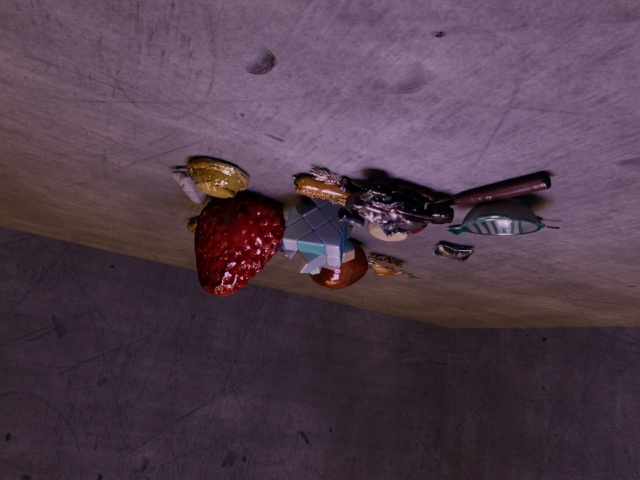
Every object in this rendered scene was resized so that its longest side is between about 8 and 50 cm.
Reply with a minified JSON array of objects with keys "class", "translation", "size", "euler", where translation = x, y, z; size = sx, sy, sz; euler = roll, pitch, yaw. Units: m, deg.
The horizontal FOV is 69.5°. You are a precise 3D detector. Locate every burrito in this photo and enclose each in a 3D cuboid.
[{"class":"burrito","translation":[-0.410,-0.170,1.466],"size":[0.064,0.064,0.203],"euler":[7,163,9]}]

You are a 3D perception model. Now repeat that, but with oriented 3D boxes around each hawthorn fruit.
[{"class":"hawthorn fruit","translation":[0.086,0.090,1.833],"size":[0.261,0.223,0.224],"euler":[1,168,-18]}]

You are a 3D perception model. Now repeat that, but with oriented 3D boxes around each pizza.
[{"class":"pizza","translation":[0.273,0.102,2.022],"size":[0.154,0.069,0.194],"euler":[-5,153,43]}]

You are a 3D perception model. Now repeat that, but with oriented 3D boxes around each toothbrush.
[{"class":"toothbrush","translation":[0.413,-0.115,1.190],"size":[0.041,0.040,0.364],"euler":[20,163,-32]}]

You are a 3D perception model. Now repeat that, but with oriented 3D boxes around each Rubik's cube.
[{"class":"Rubik's cube","translation":[0.000,0.000,1.469],"size":[0.225,0.265,0.213],"euler":[10,149,9]}]

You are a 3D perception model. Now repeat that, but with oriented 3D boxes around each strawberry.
[{"class":"strawberry","translation":[-0.281,0.025,1.551],"size":[0.318,0.344,0.295],"euler":[3,162,22]}]

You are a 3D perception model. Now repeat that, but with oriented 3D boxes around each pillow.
[{"class":"pillow","translation":[0.488,0.042,1.694],"size":[0.136,0.055,0.091],"euler":[12,-176,0]}]

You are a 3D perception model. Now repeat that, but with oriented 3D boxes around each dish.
[{"class":"dish","translation":[0.466,-0.066,1.237],"size":[0.246,0.078,0.224],"euler":[-4,168,36]}]

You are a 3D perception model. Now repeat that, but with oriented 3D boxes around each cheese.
[{"class":"cheese","translation":[0.201,-0.055,1.493],"size":[0.137,0.064,0.227],"euler":[-7,159,37]}]

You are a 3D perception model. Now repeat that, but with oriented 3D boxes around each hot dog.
[{"class":"hot dog","translation":[0.008,-0.141,1.314],"size":[0.189,0.055,0.072],"euler":[12,166,-11]}]

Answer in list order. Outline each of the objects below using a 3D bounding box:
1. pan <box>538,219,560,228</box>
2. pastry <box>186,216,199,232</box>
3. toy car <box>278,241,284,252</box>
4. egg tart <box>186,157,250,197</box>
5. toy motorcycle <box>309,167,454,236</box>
[{"class":"pan","translation":[0.623,-0.050,1.322],"size":[0.115,0.023,0.068],"euler":[8,164,18]},{"class":"pastry","translation":[-0.506,-0.061,1.926],"size":[0.080,0.056,0.140],"euler":[30,160,-24]},{"class":"toy car","translation":[-0.208,0.004,1.924],"size":[0.097,0.100,0.191],"euler":[1,-178,29]},{"class":"egg tart","translation":[-0.304,-0.176,1.357],"size":[0.191,0.074,0.191],"euler":[11,165,3]},{"class":"toy motorcycle","translation":[0.154,-0.095,1.259],"size":[0.401,0.134,0.207],"euler":[14,158,-21]}]
